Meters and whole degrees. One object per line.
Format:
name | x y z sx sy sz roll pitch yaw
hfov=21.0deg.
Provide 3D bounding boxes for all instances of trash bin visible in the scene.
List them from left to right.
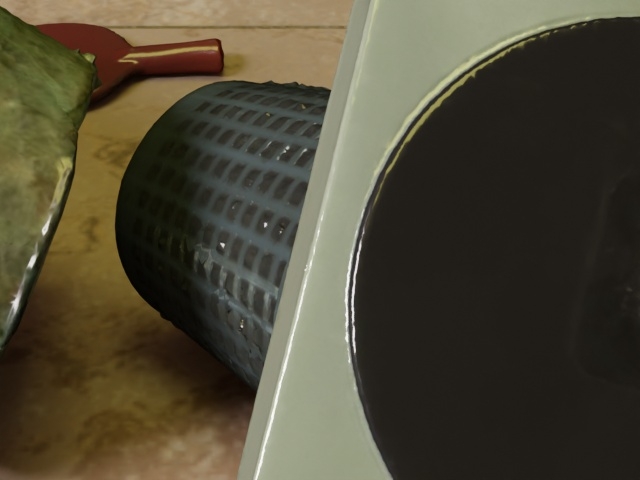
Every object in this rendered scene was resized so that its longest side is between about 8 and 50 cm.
trash bin | 0.000 0.000 0.781 0.175 0.175 0.161 -27 34 -33

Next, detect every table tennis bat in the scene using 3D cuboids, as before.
table tennis bat | -0.135 -0.107 1.031 0.154 0.019 0.098 -4 36 -2

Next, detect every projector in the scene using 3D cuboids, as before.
projector | 0.114 0.035 0.651 0.257 0.079 0.259 16 76 -8

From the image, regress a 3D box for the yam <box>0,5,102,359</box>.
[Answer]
yam | -0.244 -0.062 0.736 0.300 0.195 0.195 30 36 -9
